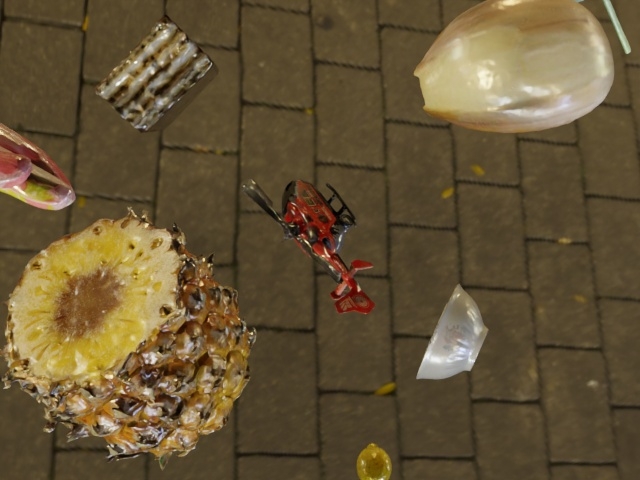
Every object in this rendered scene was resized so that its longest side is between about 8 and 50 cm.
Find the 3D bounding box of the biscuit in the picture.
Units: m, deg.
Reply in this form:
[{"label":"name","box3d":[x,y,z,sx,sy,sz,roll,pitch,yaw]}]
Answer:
[{"label":"biscuit","box3d":[-0.170,-0.175,1.057,0.070,0.252,0.106,44,93,-9]}]

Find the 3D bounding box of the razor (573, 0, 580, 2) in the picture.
[{"label":"razor","box3d":[0.376,-0.355,1.165,0.232,0.068,0.106,-17,98,-19]}]

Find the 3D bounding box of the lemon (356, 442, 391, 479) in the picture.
[{"label":"lemon","box3d":[0.094,0.394,1.704,0.062,0.062,0.083,6,57,-16]}]

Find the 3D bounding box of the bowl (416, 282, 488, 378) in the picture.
[{"label":"bowl","box3d":[0.245,0.178,1.732,0.086,0.189,0.189,25,62,10]}]

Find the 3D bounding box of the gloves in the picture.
[{"label":"gloves","box3d":[-0.283,-0.038,0.728,0.145,0.241,0.126,-37,97,-41]}]

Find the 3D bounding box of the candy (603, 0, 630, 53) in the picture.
[{"label":"candy","box3d":[0.425,-0.406,1.497,0.287,0.078,0.084,53,42,-32]}]

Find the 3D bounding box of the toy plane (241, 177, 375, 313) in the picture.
[{"label":"toy plane","box3d":[0.000,0.000,0.736,0.060,0.037,0.145,-4,49,-42]}]

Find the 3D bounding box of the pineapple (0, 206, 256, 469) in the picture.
[{"label":"pineapple","box3d":[-0.275,0.157,1.443,0.352,0.300,0.352,-13,45,14]}]

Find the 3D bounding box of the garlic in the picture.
[{"label":"garlic","box3d":[0.202,-0.157,0.896,0.207,0.128,0.115,-8,51,-19]}]
